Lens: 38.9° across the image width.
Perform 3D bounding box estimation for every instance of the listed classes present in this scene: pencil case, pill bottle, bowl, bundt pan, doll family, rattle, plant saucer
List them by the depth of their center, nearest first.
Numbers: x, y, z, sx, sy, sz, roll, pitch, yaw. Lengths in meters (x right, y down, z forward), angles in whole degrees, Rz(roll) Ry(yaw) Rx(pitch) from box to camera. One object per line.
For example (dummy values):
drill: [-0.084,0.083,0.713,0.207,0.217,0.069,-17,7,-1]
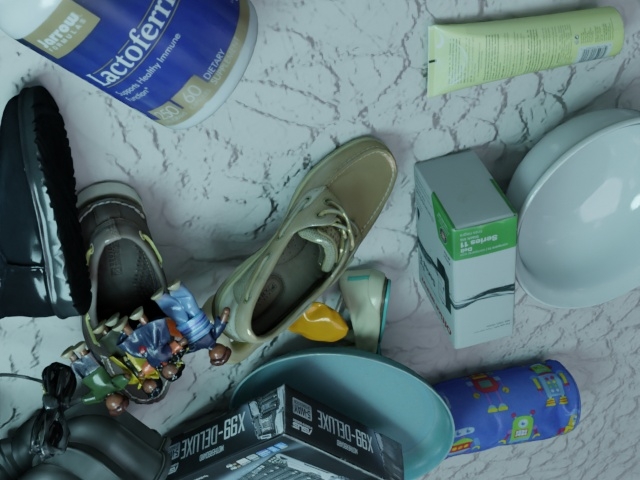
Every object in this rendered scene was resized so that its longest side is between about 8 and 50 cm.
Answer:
pill bottle: [-0.198,-0.223,0.820,0.264,0.153,0.153,29,110,-37]
doll family: [-0.184,0.124,0.999,0.193,0.076,0.111,-28,106,23]
bundt pan: [-0.339,0.310,1.072,0.330,0.331,0.124,-37,108,5]
rattle: [-0.082,0.116,1.096,0.130,0.142,0.199,-57,160,15]
bowl: [0.357,-0.064,1.209,0.297,0.134,0.298,-12,130,-15]
plant saucer: [0.031,0.248,1.283,0.317,0.044,0.318,5,134,5]
pencil case: [0.256,0.278,1.431,0.306,0.119,0.133,-10,112,-18]

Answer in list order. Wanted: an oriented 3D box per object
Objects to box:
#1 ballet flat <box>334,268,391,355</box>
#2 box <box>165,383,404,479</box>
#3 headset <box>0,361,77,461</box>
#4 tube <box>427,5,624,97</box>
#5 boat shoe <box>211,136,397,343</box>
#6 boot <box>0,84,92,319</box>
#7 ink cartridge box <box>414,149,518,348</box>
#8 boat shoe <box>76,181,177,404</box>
ballet flat: [0.054,0.141,1.273,0.086,0.086,0.248,-12,127,-16]
box: [-0.076,0.323,1.263,0.307,0.077,0.242,-29,133,31]
headset: [-0.465,0.211,1.006,0.394,0.185,0.243,-14,131,0]
tube: [0.240,-0.233,1.083,0.240,0.062,0.070,-12,86,-10]
boat shoe: [0.000,0.000,1.055,0.302,0.098,0.109,-48,111,-17]
boot: [-0.357,-0.024,0.928,0.207,0.094,0.247,-6,100,4]
ink cartridge box: [0.186,0.014,1.175,0.086,0.153,0.208,-14,129,-7]
boat shoe: [-0.227,0.089,1.080,0.116,0.097,0.324,-12,129,-15]
